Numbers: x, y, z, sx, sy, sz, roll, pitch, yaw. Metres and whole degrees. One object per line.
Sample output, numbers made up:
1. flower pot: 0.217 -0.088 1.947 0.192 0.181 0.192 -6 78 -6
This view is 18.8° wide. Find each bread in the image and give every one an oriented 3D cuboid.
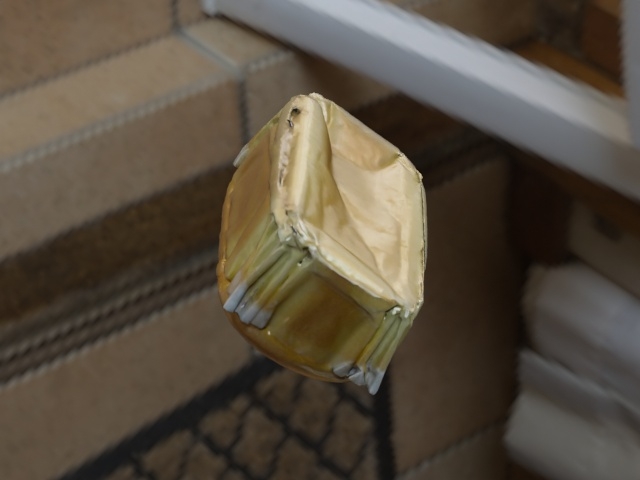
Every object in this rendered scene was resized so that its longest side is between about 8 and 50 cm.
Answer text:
1. bread: 0.000 0.000 1.389 0.136 0.241 0.107 32 117 -16
